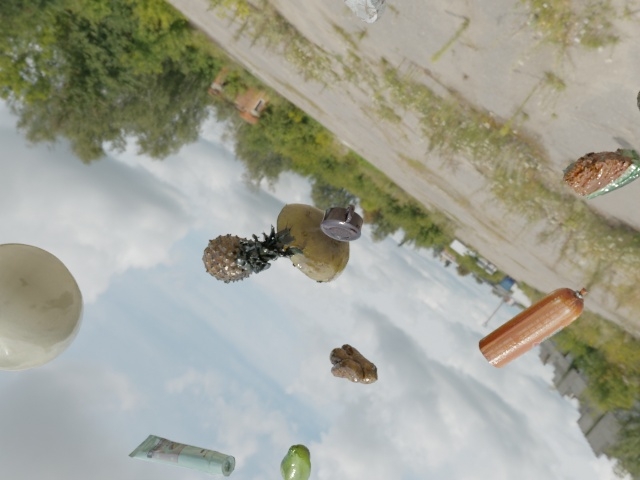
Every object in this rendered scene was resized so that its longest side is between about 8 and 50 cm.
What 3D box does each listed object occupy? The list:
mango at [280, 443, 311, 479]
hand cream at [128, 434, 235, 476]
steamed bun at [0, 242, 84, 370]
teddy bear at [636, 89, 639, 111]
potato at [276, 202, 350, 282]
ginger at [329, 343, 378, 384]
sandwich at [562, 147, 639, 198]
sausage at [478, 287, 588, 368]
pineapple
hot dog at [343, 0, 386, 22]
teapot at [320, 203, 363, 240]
[{"bbox_3d":[-0.071,0.646,1.503,0.091,0.165,0.074,6,-144,5],"label":"mango"},{"bbox_3d":[-0.365,0.569,1.384,0.085,0.331,0.058,-46,-57,-50],"label":"hand cream"},{"bbox_3d":[-0.735,0.157,1.288,0.324,0.206,0.324,49,-153,-37],"label":"steamed bun"},{"bbox_3d":[0.843,-0.321,1.244,0.190,0.177,0.140,40,-152,-35],"label":"teddy bear"},{"bbox_3d":[0.000,0.000,1.652,0.299,0.116,0.239,43,-131,-22],"label":"potato"},{"bbox_3d":[0.076,0.340,1.425,0.103,0.073,0.162,5,-165,-33],"label":"ginger"},{"bbox_3d":[0.820,-0.214,1.537,0.160,0.185,0.109,26,-127,-19],"label":"sandwich"},{"bbox_3d":[0.552,0.215,1.348,0.093,0.312,0.093,28,-144,-23],"label":"sausage"},{"bbox_3d":[-0.188,0.035,1.525,0.364,0.166,0.165,-13,149,42],"label":"pineapple"},{"bbox_3d":[0.078,-0.605,1.254,0.192,0.053,0.099,41,153,-10],"label":"hot dog"},{"bbox_3d":[0.037,-0.032,0.849,0.067,0.045,0.100,18,153,-8],"label":"teapot"}]
